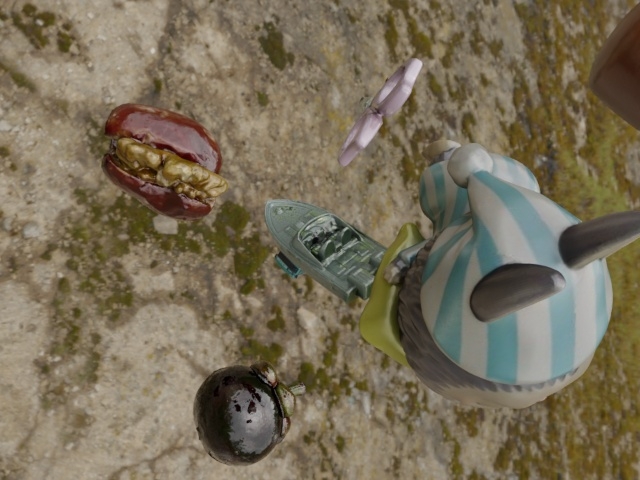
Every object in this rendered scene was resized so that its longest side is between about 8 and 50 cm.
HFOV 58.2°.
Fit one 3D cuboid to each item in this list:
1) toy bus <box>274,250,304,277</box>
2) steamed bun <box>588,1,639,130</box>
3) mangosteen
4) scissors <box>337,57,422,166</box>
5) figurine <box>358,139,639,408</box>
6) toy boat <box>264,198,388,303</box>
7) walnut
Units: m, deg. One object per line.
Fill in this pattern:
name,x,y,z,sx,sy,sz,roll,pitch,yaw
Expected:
toy bus,-0.041,0.035,1.451,0.079,0.092,0.160,44,25,14
steamed bun,0.647,-0.330,1.067,0.235,0.248,0.379,40,39,10
mangosteen,-0.141,0.349,1.202,0.250,0.211,0.211,-19,99,-22
scissors,0.052,-0.131,0.571,0.021,0.110,0.212,37,13,-8
figurine,0.246,0.010,0.664,0.266,0.378,0.361,14,72,-18
toy boat,0.000,0.000,1.145,0.141,0.319,0.092,-36,145,-30
walnut,-0.339,-0.163,1.234,0.269,0.244,0.221,19,104,-27
